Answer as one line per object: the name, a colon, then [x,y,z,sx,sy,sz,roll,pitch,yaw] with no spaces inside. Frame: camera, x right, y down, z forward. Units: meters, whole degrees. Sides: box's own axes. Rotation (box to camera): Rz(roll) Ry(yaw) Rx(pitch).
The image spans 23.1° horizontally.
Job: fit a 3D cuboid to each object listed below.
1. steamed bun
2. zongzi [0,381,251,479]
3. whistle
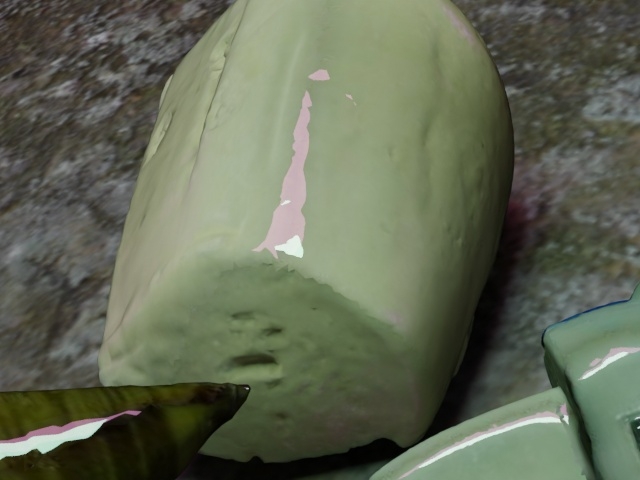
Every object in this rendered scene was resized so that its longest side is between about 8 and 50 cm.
steamed bun: [0.000,0.000,0.741,0.200,0.170,0.226,-30,37,51]
zongzi: [-0.275,0.103,0.673,0.432,0.208,0.403,-33,33,-9]
whistle: [0.137,0.066,0.608,0.244,0.110,0.092,-21,3,2]
